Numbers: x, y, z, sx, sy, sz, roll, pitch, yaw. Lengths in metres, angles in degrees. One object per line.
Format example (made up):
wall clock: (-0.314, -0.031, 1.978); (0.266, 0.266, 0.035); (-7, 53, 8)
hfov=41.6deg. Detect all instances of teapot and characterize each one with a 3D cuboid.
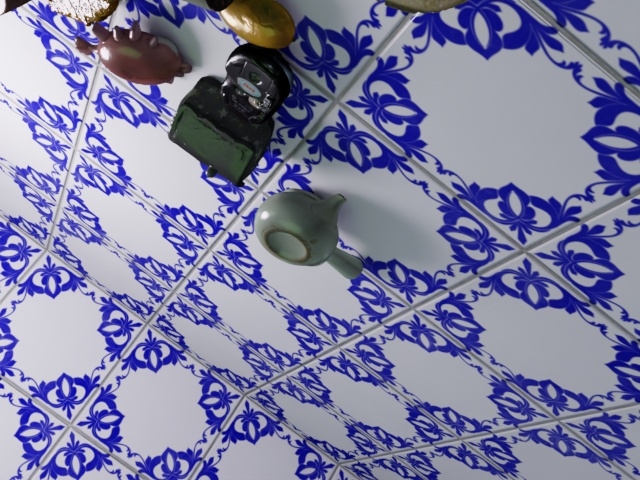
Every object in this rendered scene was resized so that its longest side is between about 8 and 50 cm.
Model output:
teapot: (-0.032, -0.003, 2.044); (0.219, 0.149, 0.318); (13, 145, 22)

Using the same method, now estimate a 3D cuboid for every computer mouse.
computer mouse: (-0.124, -0.325, 1.698); (0.137, 0.096, 0.233); (43, 155, -6)

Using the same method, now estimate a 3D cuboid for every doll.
doll: (-0.411, -0.405, 1.854); (0.261, 0.093, 0.211); (11, 159, 8)

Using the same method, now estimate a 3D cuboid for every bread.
bread: (-0.493, -0.517, 1.805); (0.233, 0.076, 0.105); (11, 139, 41)

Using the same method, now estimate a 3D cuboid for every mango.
mango: (-0.125, -0.416, 1.576); (0.190, 0.075, 0.098); (30, 137, 15)

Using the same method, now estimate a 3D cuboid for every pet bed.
pet bed: (-0.232, -0.230, 1.889); (0.210, 0.159, 0.183); (33, 152, 1)

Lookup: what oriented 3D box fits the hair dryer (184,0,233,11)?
hair dryer: (-0.246, -0.577, 1.427); (0.203, 0.128, 0.362); (25, 143, 19)

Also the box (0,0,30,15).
box: (-0.667, -0.604, 1.711); (0.301, 0.216, 0.301); (28, 152, 16)

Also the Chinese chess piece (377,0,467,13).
Chinese chess piece: (0.142, -0.454, 1.194); (0.270, 0.112, 0.270); (25, 150, 16)
